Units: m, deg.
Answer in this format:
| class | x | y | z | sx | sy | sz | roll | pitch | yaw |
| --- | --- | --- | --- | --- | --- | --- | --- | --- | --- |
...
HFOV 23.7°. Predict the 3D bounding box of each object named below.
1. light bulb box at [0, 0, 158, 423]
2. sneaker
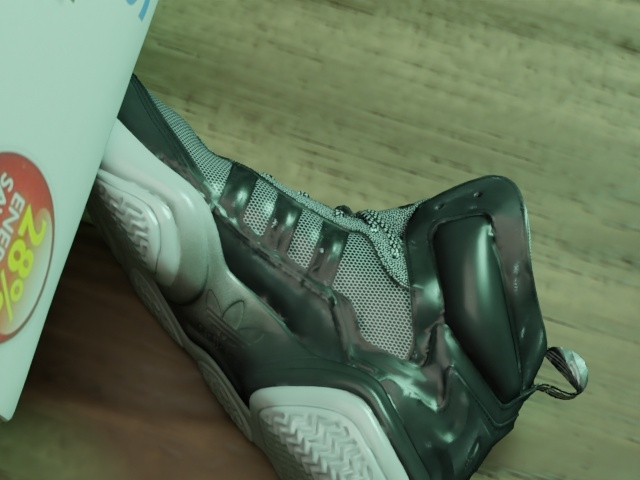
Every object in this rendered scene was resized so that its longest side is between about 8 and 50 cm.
| class | x | y | z | sx | sy | sz | roll | pitch | yaw |
| --- | --- | --- | --- | --- | --- | --- | --- | --- | --- |
| light bulb box | -0.270 | -0.146 | 0.630 | 0.361 | 0.225 | 0.358 | 6 | 66 | 23 |
| sneaker | 0.000 | 0.000 | 0.690 | 0.153 | 0.101 | 0.269 | -35 | 77 | -15 |
